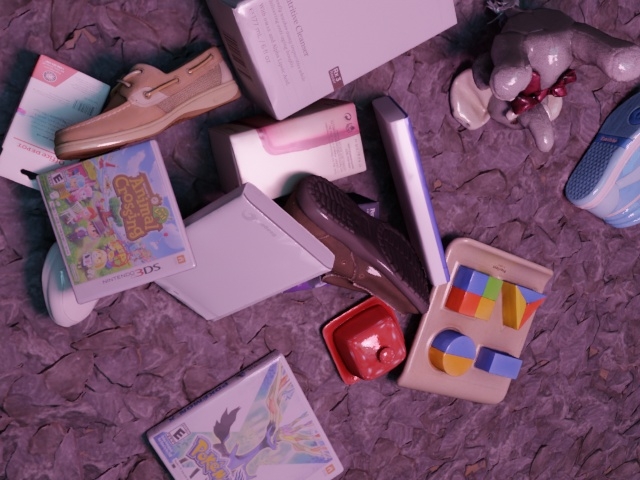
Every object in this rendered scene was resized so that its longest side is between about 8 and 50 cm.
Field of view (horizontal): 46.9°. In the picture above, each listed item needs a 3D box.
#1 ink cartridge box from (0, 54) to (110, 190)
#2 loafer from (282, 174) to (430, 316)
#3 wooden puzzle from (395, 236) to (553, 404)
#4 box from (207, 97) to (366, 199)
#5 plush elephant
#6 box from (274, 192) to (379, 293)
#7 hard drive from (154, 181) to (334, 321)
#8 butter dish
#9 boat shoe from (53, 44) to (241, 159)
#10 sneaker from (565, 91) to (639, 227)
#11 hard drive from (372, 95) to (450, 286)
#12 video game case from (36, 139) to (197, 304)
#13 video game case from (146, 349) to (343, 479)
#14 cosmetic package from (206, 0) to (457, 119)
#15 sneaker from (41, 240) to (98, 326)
[{"bbox_3d":[-0.430,-0.181,1.176,0.115,0.067,0.198,23,92,-27],"label":"ink cartridge box"},{"bbox_3d":[0.059,0.024,1.314,0.130,0.133,0.366,-32,123,28],"label":"loafer"},{"bbox_3d":[0.354,0.193,1.600,0.322,0.080,0.347,18,97,-34],"label":"wooden puzzle"},{"bbox_3d":[-0.060,-0.161,1.300,0.233,0.149,0.126,-18,110,-19],"label":"box"},{"bbox_3d":[0.404,-0.297,1.428,0.272,0.330,0.255,-14,132,-7],"label":"plush elephant"},{"bbox_3d":[0.000,0.000,1.394,0.207,0.108,0.153,-9,107,-21],"label":"box"},{"bbox_3d":[-0.156,0.032,1.251,0.203,0.308,0.040,41,44,-27],"label":"hard drive"},{"bbox_3d":[0.110,0.215,1.495,0.160,0.118,0.159,-29,114,-15],"label":"butter dish"},{"bbox_3d":[-0.283,-0.222,1.178,0.341,0.122,0.110,-33,108,-40],"label":"boat shoe"},{"bbox_3d":[0.712,-0.171,1.658,0.208,0.127,0.319,32,99,-26],"label":"sneaker"},{"bbox_3d":[0.169,-0.098,1.386,0.040,0.210,0.318,-17,112,2],"label":"hard drive"},{"bbox_3d":[-0.317,-0.029,1.154,0.194,0.023,0.212,-18,91,-3],"label":"video game case"},{"bbox_3d":[-0.140,0.427,1.487,0.300,0.036,0.328,-31,114,-14],"label":"video game case"},{"bbox_3d":[0.025,-0.397,1.251,0.385,0.156,0.217,-32,129,-12],"label":"cosmetic package"},{"bbox_3d":[-0.349,0.015,1.212,0.305,0.152,0.114,-62,150,3],"label":"sneaker"}]
